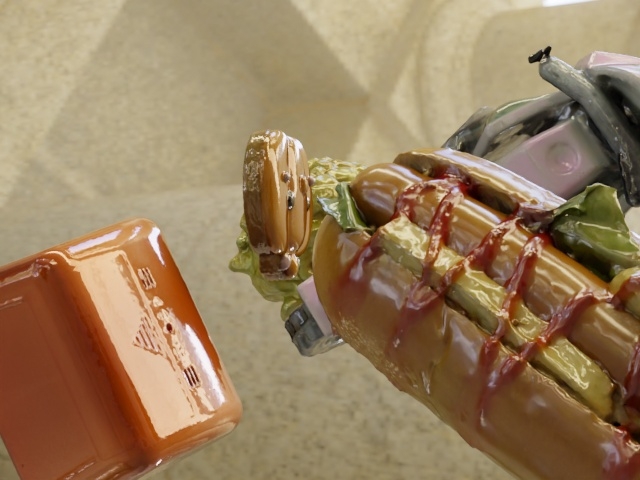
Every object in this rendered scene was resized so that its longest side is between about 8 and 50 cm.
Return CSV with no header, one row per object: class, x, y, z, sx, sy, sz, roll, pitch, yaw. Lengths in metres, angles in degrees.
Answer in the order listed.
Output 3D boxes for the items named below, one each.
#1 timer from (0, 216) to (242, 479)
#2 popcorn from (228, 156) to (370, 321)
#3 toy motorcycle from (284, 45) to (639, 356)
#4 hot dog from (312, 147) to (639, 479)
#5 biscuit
timer,-0.200,0.111,1.428,0.250,0.161,0.257,-23,-93,-57
popcorn,0.007,0.010,1.797,0.235,0.181,0.216,-34,-76,4
toy motorcycle,0.123,-0.025,0.934,0.327,0.188,0.143,-28,-104,-11
hot dog,0.102,0.044,0.494,0.104,0.250,0.076,-41,-32,-17
biscuit,-0.037,-0.037,1.533,0.170,0.050,0.170,-2,-90,-75
